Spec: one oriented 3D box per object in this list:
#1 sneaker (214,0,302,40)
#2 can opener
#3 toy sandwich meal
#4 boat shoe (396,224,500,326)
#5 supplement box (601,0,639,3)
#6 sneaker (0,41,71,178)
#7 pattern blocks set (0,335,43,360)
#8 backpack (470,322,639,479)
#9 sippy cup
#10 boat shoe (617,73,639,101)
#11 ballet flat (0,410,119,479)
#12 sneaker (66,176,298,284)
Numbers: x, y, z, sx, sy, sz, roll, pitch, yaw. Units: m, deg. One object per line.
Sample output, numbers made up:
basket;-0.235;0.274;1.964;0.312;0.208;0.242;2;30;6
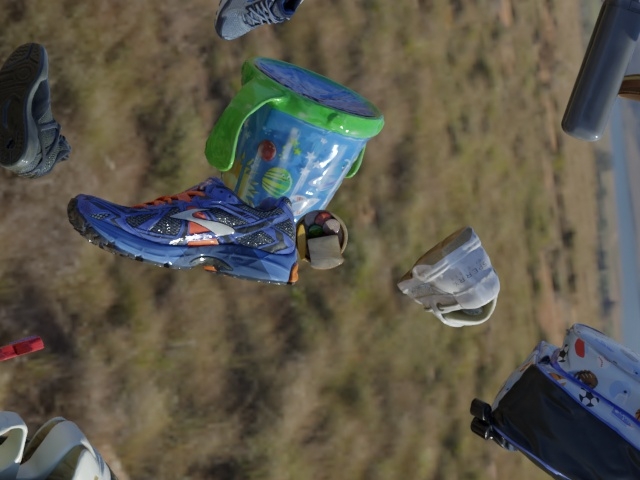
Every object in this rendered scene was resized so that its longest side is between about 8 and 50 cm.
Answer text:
sneaker;-0.058;-0.263;1.365;0.052;0.135;0.058;45;12;-45
can opener;0.317;-0.258;1.408;0.076;0.095;0.284;-54;163;-82
toy sandwich meal;0.000;0.000;1.701;0.029;0.085;0.086;-121;-162;-77
boat shoe;0.152;0.056;1.400;0.096;0.098;0.277;54;0;6
supplement box;0.571;-0.404;2.084;0.220;0.114;0.111;46;10;33
sneaker;-0.465;-0.202;2.016;0.130;0.087;0.228;49;36;-64
pattern blocks set;-0.572;0.188;1.806;0.285;0.324;0.026;166;-92;-73
backpack;0.346;0.228;1.595;0.276;0.213;0.263;41;4;4
sippy cup;-0.049;-0.142;1.959;0.224;0.305;0.240;-66;-157;16
boat shoe;0.457;-0.173;1.561;0.064;0.178;0.060;10;92;-70
ballet flat;-0.279;0.209;1.130;0.348;0.123;0.123;20;62;-50
sneaker;-0.118;-0.017;1.099;0.221;0.083;0.087;11;87;-31
